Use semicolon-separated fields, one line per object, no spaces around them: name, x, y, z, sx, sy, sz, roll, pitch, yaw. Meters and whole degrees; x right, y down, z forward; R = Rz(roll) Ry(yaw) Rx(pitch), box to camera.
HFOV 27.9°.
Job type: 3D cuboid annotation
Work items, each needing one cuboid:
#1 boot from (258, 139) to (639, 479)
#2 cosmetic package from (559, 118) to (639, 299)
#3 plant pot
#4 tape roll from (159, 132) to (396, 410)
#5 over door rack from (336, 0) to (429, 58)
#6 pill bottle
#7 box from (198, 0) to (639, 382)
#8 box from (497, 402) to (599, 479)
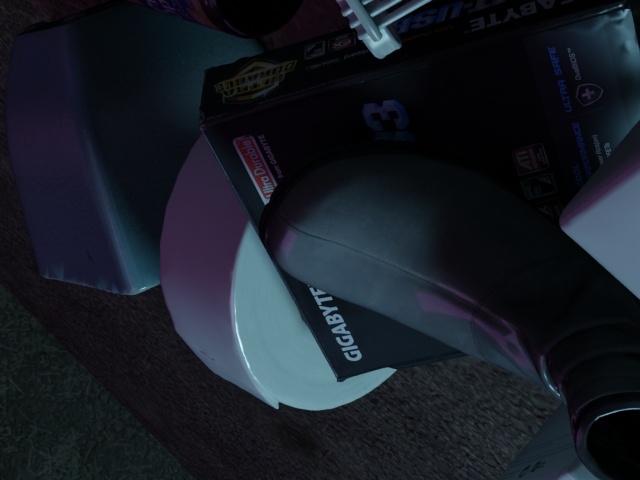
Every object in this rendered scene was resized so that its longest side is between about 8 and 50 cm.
boot;0.135;0.054;0.808;0.338;0.118;0.223;14;-155;-17
cosmetic package;0.301;-0.098;0.508;0.161;0.230;0.453;43;158;1
plant pot;-0.177;-0.118;1.293;0.247;0.247;0.252;4;117;57
tape roll;0.000;0.000;1.116;0.100;0.286;0.286;24;150;40
over door rack;0.048;-0.262;0.613;0.324;0.239;0.108;46;-159;-44
pill bottle;-0.118;-0.252;1.093;0.219;0.123;0.123;24;150;40
box;0.101;-0.035;0.938;0.293;0.073;0.296;-14;132;13
box;0.268;0.191;1.123;0.119;0.182;0.181;44;157;2
